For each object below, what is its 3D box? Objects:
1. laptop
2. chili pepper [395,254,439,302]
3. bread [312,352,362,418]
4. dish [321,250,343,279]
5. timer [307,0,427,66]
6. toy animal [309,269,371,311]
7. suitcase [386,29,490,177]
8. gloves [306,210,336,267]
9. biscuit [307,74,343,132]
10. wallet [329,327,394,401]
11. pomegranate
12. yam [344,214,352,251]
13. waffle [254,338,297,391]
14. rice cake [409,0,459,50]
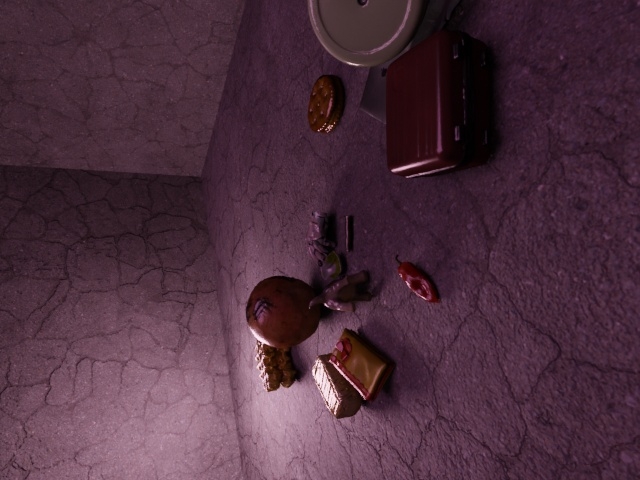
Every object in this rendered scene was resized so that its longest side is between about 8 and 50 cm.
[{"bbox_3d":[0.199,-0.511,1.233,0.188,0.015,0.269,53,136,49],"label":"laptop"},{"bbox_3d":[0.256,0.105,1.100,0.059,0.050,0.191,-58,47,21],"label":"chili pepper"},{"bbox_3d":[0.062,0.503,1.424,0.236,0.105,0.140,52,137,49],"label":"bread"},{"bbox_3d":[0.050,0.100,1.508,0.137,0.039,0.091,-46,55,50],"label":"dish"},{"bbox_3d":[0.161,-0.622,1.040,0.290,0.315,0.291,14,124,22],"label":"timer"},{"bbox_3d":[0.076,0.175,1.333,0.168,0.233,0.122,-15,86,21],"label":"toy animal"},{"bbox_3d":[0.268,-0.302,0.946,0.236,0.161,0.298,-2,89,62],"label":"suitcase"},{"bbox_3d":[-0.006,-0.001,1.552,0.127,0.110,0.213,8,92,60],"label":"gloves"},{"bbox_3d":[0.014,-0.518,1.537,0.220,0.066,0.221,-1,89,63],"label":"biscuit"},{"bbox_3d":[0.120,0.394,1.303,0.141,0.067,0.241,-61,33,0],"label":"wallet"},{"bbox_3d":[-0.147,0.281,1.619,0.322,0.321,0.323,3,93,63],"label":"pomegranate"},{"bbox_3d":[0.097,-0.024,1.429,0.033,0.027,0.130,3,93,41],"label":"yam"},{"bbox_3d":[-0.215,0.539,1.917,0.261,0.150,0.325,144,125,-63],"label":"waffle"},{"bbox_3d":[0.281,-0.523,1.047,0.081,0.051,0.291,34,128,18],"label":"rice cake"}]
